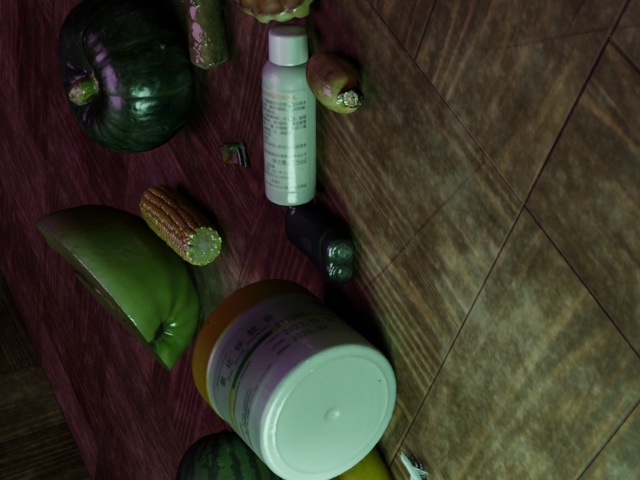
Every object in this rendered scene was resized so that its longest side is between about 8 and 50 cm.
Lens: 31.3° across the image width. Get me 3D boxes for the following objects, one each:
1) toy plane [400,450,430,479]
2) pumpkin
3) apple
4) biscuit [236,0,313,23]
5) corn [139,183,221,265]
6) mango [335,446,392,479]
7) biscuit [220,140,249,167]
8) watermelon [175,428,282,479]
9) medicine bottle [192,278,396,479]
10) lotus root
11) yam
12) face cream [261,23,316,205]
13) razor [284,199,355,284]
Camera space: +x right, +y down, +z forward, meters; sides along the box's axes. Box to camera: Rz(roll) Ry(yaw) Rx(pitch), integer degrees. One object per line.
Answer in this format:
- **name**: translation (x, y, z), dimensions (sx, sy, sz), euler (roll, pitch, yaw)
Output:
- **toy plane**: translation (0.141, 0.347, 1.682), dimensions (0.078, 0.024, 0.084), euler (115, 139, -54)
- **pumpkin**: translation (-0.362, -0.306, 2.081), dimensions (0.300, 0.207, 0.300), euler (32, 132, 46)
- **apple**: translation (-0.399, 0.101, 2.298), dimensions (0.360, 0.320, 0.311), euler (36, 117, 35)
- **biscuit**: translation (-0.073, -0.379, 1.642), dimensions (0.118, 0.061, 0.183), euler (-37, 65, 18)
- **corn**: translation (-0.271, -0.031, 2.204), dimensions (0.244, 0.093, 0.093), euler (40, 138, 49)
- **mango**: translation (0.066, 0.380, 1.778), dimensions (0.111, 0.089, 0.163), euler (-3, 94, 65)
- **biscuit**: translation (-0.151, -0.149, 1.986), dimensions (0.089, 0.016, 0.046), euler (11, 114, 61)
- **watermelon**: translation (-0.175, 0.464, 2.167), dimensions (0.212, 0.212, 0.212), euler (40, 139, 49)
- **medicine bottle**: translation (-0.041, 0.207, 1.720), dimensions (0.232, 0.238, 0.238), euler (36, 135, 51)
- **lotus root**: translation (0.020, -0.214, 1.561), dimensions (0.152, 0.063, 0.072), euler (46, 133, 50)
- **yam**: translation (-0.211, -0.458, 1.862), dimensions (0.081, 0.081, 0.357), euler (15, 118, 60)
- **face cream**: translation (-0.045, -0.186, 1.683), dimensions (0.082, 0.082, 0.269), euler (40, 138, 49)
- **razor**: translation (0.000, 0.000, 1.728), dimensions (0.148, 0.054, 0.090), euler (44, 141, 47)
